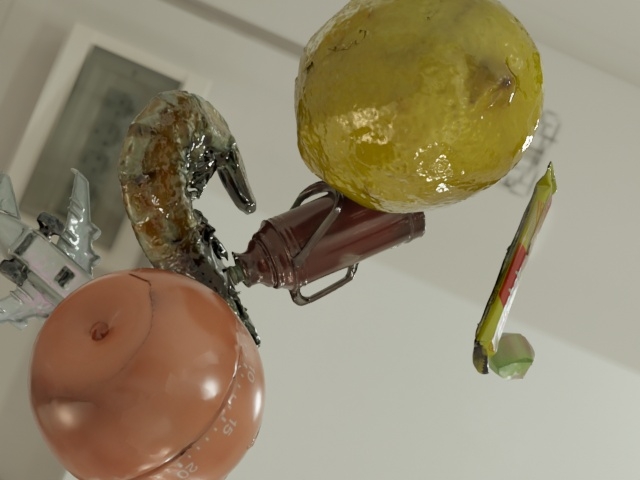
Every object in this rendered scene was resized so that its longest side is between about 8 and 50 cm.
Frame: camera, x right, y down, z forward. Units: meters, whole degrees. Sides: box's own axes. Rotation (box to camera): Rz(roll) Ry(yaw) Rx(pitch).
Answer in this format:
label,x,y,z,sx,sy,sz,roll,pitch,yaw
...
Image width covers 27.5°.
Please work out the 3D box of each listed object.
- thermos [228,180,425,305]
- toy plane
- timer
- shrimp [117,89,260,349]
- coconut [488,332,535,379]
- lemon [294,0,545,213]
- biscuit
label,x,y,z,sx,sy,sz,roll,pitch,yaw
thermos,0.002,0.001,1.509,0.099,0.232,0.124,25,-44,63
toy plane,-0.345,0.038,1.665,0.251,0.255,0.101,-53,-160,-17
timer,-0.171,0.146,1.303,0.215,0.229,0.230,59,39,-44
shrimp,-0.133,-0.023,1.622,0.071,0.365,0.233,-2,-139,33
coconut,0.301,0.183,2.081,0.082,0.083,0.081,110,-35,-46
lemon,0.102,-0.152,1.382,0.284,0.260,0.261,136,-24,-79
biscuit,0.218,0.025,1.452,0.048,0.026,0.292,81,29,-47
